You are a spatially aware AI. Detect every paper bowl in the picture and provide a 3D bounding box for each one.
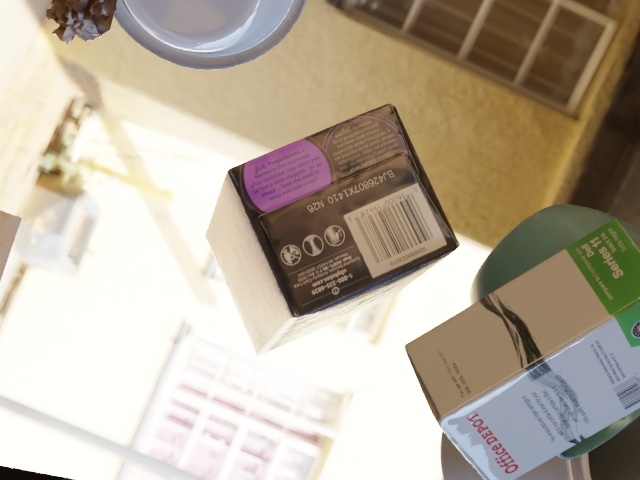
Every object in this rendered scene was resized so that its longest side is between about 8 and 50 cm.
[{"bbox_3d":[-0.150,-0.356,1.700,0.148,0.284,0.284,-76,-167,-60],"label":"paper bowl"}]

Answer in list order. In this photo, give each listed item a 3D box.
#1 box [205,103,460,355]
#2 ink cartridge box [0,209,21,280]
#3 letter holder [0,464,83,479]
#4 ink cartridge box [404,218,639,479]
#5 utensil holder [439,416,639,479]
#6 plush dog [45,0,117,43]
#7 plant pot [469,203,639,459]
[{"bbox_3d":[0.000,0.000,1.236,0.165,0.143,0.270,-23,173,-13],"label":"box"},{"bbox_3d":[-0.283,0.025,0.959,0.092,0.090,0.143,-29,-138,59],"label":"ink cartridge box"},{"bbox_3d":[-0.250,0.379,1.126,0.214,0.152,0.302,74,28,-53],"label":"letter holder"},{"bbox_3d":[0.195,0.100,1.107,0.208,0.153,0.087,-31,-131,6],"label":"ink cartridge box"},{"bbox_3d":[0.424,0.345,2.150,0.385,0.327,0.328,-14,-129,59],"label":"utensil holder"},{"bbox_3d":[-0.206,-0.235,0.721,0.262,0.225,0.211,-50,159,-37],"label":"plush dog"},{"bbox_3d":[0.333,0.096,1.699,0.293,0.235,0.293,-32,151,-21],"label":"plant pot"}]
